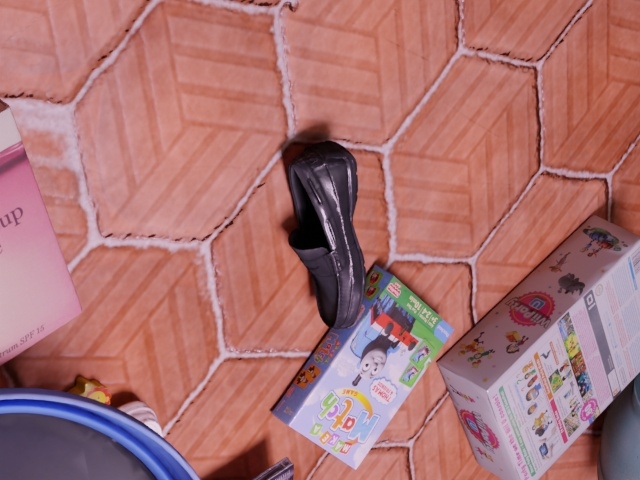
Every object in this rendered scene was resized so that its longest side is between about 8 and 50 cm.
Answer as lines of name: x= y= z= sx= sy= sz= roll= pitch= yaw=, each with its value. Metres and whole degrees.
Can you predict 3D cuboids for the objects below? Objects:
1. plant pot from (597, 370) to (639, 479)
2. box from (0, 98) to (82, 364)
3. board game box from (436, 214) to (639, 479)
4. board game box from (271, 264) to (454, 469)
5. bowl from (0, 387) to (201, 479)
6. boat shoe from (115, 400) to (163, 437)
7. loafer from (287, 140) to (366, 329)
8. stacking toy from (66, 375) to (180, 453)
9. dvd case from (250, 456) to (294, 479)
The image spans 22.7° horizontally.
plant pot: x=0.526 y=0.259 z=2.209 sx=0.293 sy=0.293 sz=0.196 roll=-37 pitch=138 yaw=-23
box: x=-0.323 y=-0.010 z=1.370 sx=0.149 sy=0.127 sz=0.232 roll=-34 pitch=133 yaw=-24
board game box: x=0.313 y=0.148 z=2.098 sx=0.303 sy=0.097 sz=0.224 roll=-42 pitch=135 yaw=-20
board game box: x=0.053 y=0.154 z=1.894 sx=0.211 sy=0.039 sz=0.160 roll=-54 pitch=139 yaw=-4
bowl: x=-0.273 y=0.319 z=1.418 sx=0.391 sy=0.077 sz=0.391 roll=-2 pitch=97 yaw=-16
boat shoe: x=-0.190 y=0.302 z=1.703 sx=0.098 sy=0.096 sz=0.277 roll=-19 pitch=125 yaw=-36
loafer: x=0.000 y=0.000 z=1.731 sx=0.078 sy=0.076 sz=0.223 roll=-21 pitch=122 yaw=-28
stacking toy: x=-0.253 y=0.246 z=1.557 sx=0.221 sy=0.167 sz=0.052 roll=-42 pitch=136 yaw=-20
dvd case: x=-0.100 y=0.364 z=1.854 sx=0.164 sy=0.018 sz=0.221 roll=-30 pitch=142 yaw=-30
